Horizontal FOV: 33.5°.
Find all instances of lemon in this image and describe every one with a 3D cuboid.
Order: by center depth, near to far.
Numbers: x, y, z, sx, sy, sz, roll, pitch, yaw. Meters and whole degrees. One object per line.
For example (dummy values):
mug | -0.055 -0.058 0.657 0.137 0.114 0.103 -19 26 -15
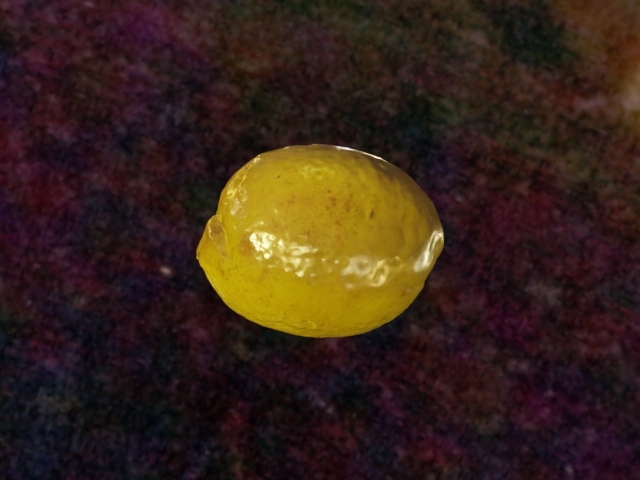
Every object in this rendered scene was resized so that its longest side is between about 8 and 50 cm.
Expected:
lemon | 0.000 0.000 0.919 0.207 0.170 0.170 8 21 -12
